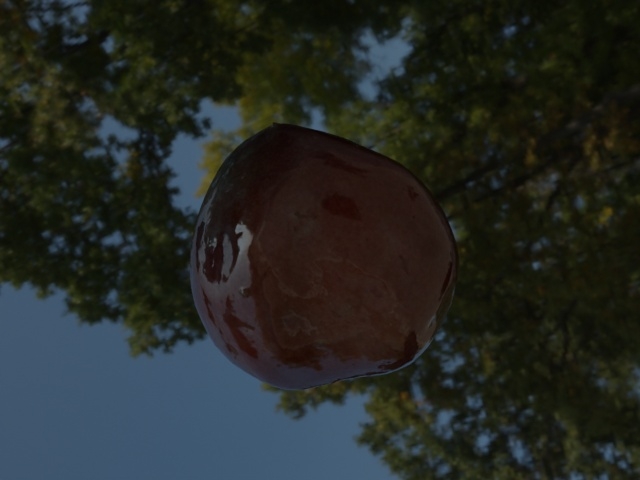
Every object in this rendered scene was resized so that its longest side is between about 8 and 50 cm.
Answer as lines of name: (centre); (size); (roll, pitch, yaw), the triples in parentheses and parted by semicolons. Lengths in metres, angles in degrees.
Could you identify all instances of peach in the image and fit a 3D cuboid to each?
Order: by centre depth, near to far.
peach: (0.000, 0.000, 0.591); (0.152, 0.152, 0.152); (34, -135, -44)
